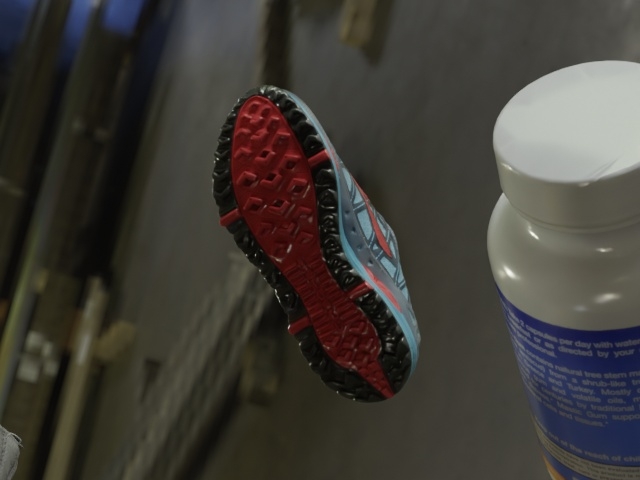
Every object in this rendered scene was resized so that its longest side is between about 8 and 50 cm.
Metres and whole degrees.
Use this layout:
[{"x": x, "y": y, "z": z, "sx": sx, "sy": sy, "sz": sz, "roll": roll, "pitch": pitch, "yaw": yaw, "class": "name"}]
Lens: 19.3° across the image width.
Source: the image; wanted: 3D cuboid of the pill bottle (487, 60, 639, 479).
[{"x": 0.186, "y": 0.032, "z": 1.136, "sx": 0.152, "sy": 0.152, "sz": 0.272, "roll": -92, "pitch": -13, "yaw": -50, "class": "pill bottle"}]

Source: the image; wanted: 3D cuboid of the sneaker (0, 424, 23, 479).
[{"x": -0.269, "y": 0.244, "z": 1.278, "sx": 0.105, "sy": 0.115, "sz": 0.281, "roll": 14, "pitch": 79, "yaw": 36, "class": "sneaker"}]

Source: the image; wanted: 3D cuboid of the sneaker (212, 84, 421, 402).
[{"x": 0.000, "y": 0.000, "z": 1.495, "sx": 0.261, "sy": 0.104, "sz": 0.125, "roll": 67, "pitch": -162, "yaw": -3, "class": "sneaker"}]
